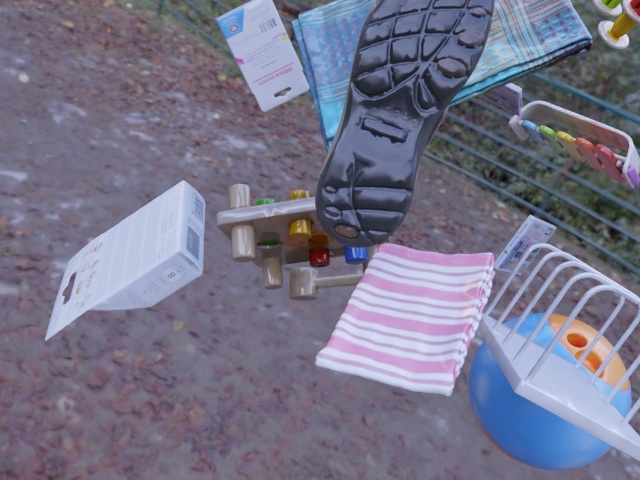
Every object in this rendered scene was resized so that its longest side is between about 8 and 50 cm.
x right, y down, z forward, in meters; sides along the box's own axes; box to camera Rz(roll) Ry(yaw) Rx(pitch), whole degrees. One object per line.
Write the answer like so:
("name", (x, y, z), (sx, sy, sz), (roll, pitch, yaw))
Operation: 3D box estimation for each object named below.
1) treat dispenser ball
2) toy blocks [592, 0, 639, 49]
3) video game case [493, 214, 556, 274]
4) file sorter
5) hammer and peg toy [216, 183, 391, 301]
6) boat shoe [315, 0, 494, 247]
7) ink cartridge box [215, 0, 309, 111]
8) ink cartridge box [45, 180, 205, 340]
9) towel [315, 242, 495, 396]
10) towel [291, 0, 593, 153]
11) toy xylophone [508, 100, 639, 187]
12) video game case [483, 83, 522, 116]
("treat dispenser ball", (0.424, 0.279, 1.259), (0.288, 0.288, 0.288), (18, 29, -10))
("toy blocks", (0.452, -0.359, 0.936), (0.054, 0.148, 0.123), (14, 58, -16))
("video game case", (0.475, 0.014, 1.561), (0.019, 0.143, 0.157), (43, 19, 33))
("file sorter", (0.365, 0.132, 0.939), (0.193, 0.173, 0.277), (30, 11, -4))
("hammer and peg toy", (0.000, 0.000, 1.171), (0.266, 0.361, 0.127), (-8, 71, 9))
("boat shoe", (0.080, -0.151, 0.731), (0.123, 0.323, 0.120), (25, 6, 0))
("ink cartridge box", (-0.104, -0.341, 1.232), (0.104, 0.181, 0.061), (-26, 24, -2))
("ink cartridge box", (-0.441, 0.059, 1.555), (0.091, 0.385, 0.308), (49, 16, -32))
("towel", (0.094, 0.073, 0.711), (0.144, 0.029, 0.197), (6, 40, 26))
("towel", (0.148, -0.291, 0.944), (0.040, 0.370, 0.271), (49, 24, -57))
("toy xylophone", (0.613, -0.221, 1.573), (0.236, 0.081, 0.323), (26, 7, -46))
("video game case", (0.356, -0.289, 1.322), (0.087, 0.011, 0.122), (34, -1, 20))
